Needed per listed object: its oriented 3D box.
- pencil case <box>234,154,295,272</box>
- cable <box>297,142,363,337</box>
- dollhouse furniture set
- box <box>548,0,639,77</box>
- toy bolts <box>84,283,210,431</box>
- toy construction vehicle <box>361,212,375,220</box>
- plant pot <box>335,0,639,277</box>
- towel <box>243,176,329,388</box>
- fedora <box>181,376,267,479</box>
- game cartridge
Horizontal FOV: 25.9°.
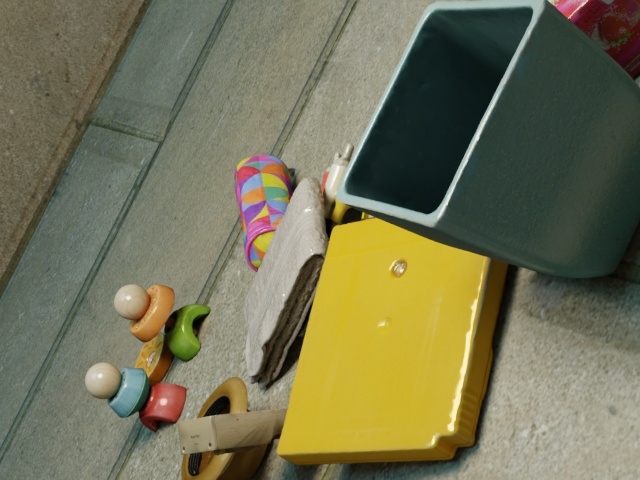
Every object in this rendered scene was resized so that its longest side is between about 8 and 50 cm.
[{"bbox_3d":[-0.081,-0.043,2.208,0.104,0.104,0.236,-51,25,24],"label":"pencil case"},{"bbox_3d":[0.000,0.000,2.026,0.139,0.072,0.287,2,67,67],"label":"cable"},{"bbox_3d":[-0.078,0.341,1.785,0.212,0.161,0.242,-19,75,57],"label":"dollhouse furniture set"},{"bbox_3d":[0.281,-0.223,1.640,0.257,0.122,0.128,-45,29,33],"label":"box"},{"bbox_3d":[-0.316,0.199,2.337,0.218,0.158,0.228,-34,36,46],"label":"toy bolts"},{"bbox_3d":[0.082,-0.014,1.934,0.098,0.035,0.086,-24,55,58],"label":"toy construction vehicle"},{"bbox_3d":[0.214,-0.088,1.476,0.247,0.252,0.248,-64,25,-3],"label":"plant pot"},{"bbox_3d":[-0.055,0.062,2.019,0.187,0.049,0.282,-98,26,-50],"label":"towel"},{"bbox_3d":[-0.128,0.289,1.971,0.194,0.079,0.194,-52,25,36],"label":"fedora"},{"bbox_3d":[0.094,0.112,1.686,0.285,0.052,0.324,-10,57,44],"label":"game cartridge"}]
